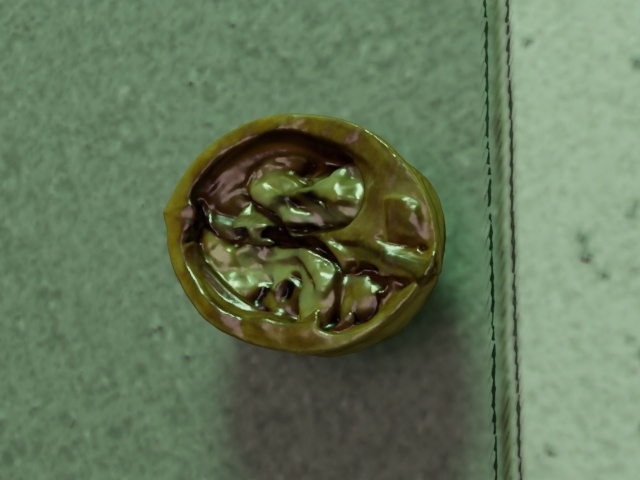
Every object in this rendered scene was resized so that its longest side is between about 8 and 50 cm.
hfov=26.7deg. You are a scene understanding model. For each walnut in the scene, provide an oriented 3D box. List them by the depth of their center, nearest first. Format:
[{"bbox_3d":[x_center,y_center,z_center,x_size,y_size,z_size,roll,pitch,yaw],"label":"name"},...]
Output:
[{"bbox_3d":[0.000,0.000,0.527,0.121,0.052,0.091,15,87,29],"label":"walnut"}]
